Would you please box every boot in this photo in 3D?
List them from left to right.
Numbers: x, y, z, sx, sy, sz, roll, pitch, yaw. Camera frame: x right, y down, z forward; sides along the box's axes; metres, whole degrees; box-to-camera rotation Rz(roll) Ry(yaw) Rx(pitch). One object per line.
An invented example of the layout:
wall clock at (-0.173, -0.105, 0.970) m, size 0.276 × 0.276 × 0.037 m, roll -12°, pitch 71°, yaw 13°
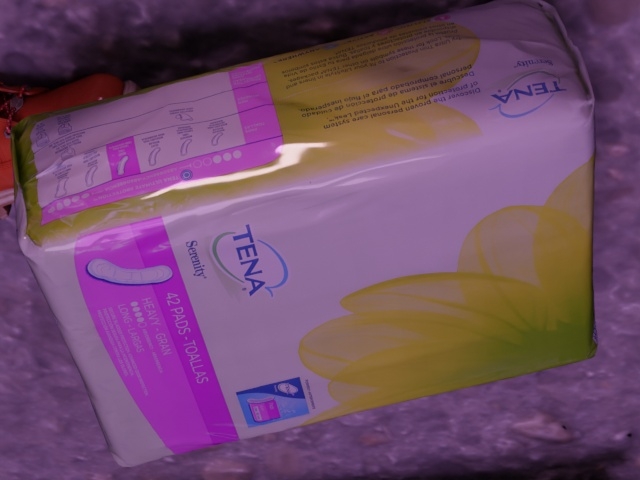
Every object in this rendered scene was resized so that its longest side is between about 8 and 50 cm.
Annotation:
boot at (-0.173, -0.063, 0.823) m, size 0.158 × 0.059 × 0.084 m, roll -22°, pitch 129°, yaw 31°

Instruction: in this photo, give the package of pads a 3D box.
package of pads at (0.000, 0.000, 0.807) m, size 0.296 × 0.101 × 0.229 m, roll -14°, pitch 140°, yaw -2°
